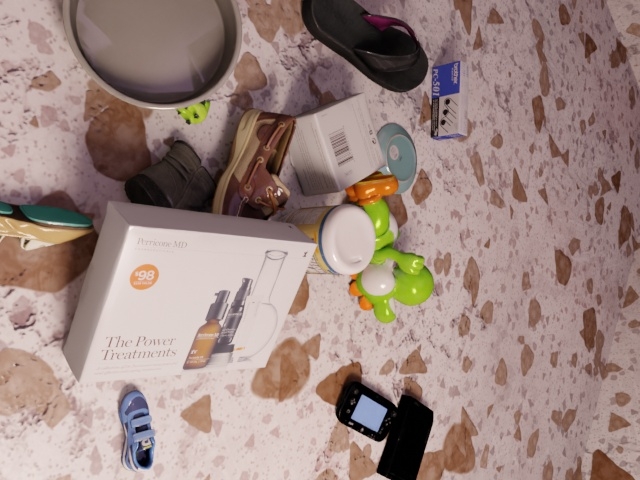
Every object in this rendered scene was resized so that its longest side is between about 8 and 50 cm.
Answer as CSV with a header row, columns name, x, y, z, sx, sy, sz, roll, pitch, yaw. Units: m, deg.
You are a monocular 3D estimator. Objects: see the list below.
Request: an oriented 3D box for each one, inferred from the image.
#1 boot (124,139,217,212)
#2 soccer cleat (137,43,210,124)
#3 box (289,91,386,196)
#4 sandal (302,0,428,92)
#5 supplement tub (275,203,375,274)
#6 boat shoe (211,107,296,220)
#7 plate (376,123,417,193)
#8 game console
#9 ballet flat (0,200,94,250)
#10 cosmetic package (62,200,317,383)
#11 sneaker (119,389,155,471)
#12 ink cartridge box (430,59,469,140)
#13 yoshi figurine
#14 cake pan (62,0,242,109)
name,x,y,z,sx,sy,sz,roll,pitch,yaw
boot,-0.240,-0.054,1.128,0.161,0.083,0.246,-48,122,-41
soccer cleat,-0.275,-0.294,1.118,0.179,0.060,0.072,49,38,-31
box,0.031,-0.216,1.362,0.182,0.119,0.180,-33,112,-40
sandal,0.146,-0.487,1.488,0.446,0.107,0.167,12,81,-44
supplement tub,0.000,0.000,1.271,0.144,0.200,0.144,2,87,-44
boat shoe,-0.121,-0.101,1.186,0.123,0.123,0.341,65,36,-66
plate,0.207,-0.217,1.600,0.188,0.024,0.188,0,90,-44
game console,0.161,0.476,1.528,0.361,0.044,0.213,39,63,-36
ballet flat,-0.469,-0.023,0.920,0.232,0.080,0.073,14,108,-41
cosmetic package,-0.214,0.095,1.052,0.377,0.097,0.284,5,112,-44
sneaker,-0.315,0.335,1.055,0.053,0.059,0.144,-6,92,-42
ink cartridge box,0.365,-0.393,1.707,0.046,0.097,0.207,6,86,-44
yoshi figurine,0.176,0.016,1.454,0.204,0.203,0.362,-25,109,-49
cake pan,-0.281,-0.367,1.029,0.293,0.054,0.293,-1,93,-24
